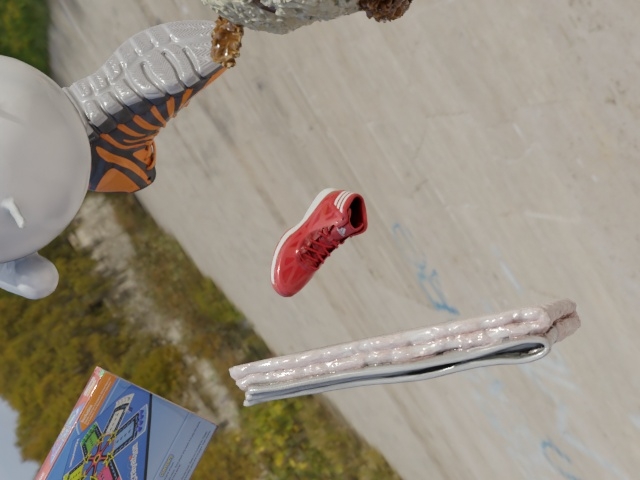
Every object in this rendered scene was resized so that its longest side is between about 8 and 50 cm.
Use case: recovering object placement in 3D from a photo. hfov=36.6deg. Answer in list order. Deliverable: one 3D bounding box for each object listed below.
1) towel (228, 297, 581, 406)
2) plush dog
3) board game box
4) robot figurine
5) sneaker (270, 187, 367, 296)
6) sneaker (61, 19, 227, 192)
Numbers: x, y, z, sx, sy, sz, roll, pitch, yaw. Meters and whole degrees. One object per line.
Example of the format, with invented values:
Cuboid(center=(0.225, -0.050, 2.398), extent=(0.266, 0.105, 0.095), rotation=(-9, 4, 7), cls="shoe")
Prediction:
Cuboid(center=(0.108, 0.121, 1.062), extent=(0.317, 0.332, 0.053), rotation=(6, -107, -72), cls="towel")
Cuboid(center=(-0.035, -0.261, 0.881), extent=(0.262, 0.210, 0.225), rotation=(24, 180, -21), cls="plush dog")
Cuboid(center=(-0.228, 0.281, 0.961), extent=(0.145, 0.281, 0.027), rotation=(33, 169, -31), cls="board game box")
Cuboid(center=(-0.352, -0.080, 0.972), extent=(0.353, 0.200, 0.300), rotation=(6, 124, 61), cls="robot figurine")
Cuboid(center=(0.000, 0.000, 1.674), extent=(0.087, 0.221, 0.128), rotation=(33, 165, -24), cls="sneaker")
Cuboid(center=(-0.251, -0.187, 1.404), extent=(0.124, 0.321, 0.180), rotation=(62, 180, 32), cls="sneaker")
